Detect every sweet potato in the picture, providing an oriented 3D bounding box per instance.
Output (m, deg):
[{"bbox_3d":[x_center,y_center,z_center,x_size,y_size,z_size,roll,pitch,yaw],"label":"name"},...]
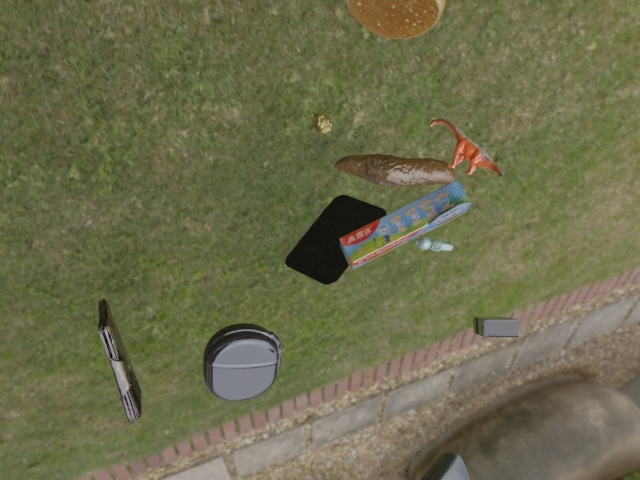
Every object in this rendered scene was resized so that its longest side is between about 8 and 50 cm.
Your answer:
[{"bbox_3d":[0.204,-0.188,1.670,0.342,0.114,0.092,6,99,4],"label":"sweet potato"}]

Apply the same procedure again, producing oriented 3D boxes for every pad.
[{"bbox_3d":[-0.013,-0.016,1.547,0.250,0.323,0.055,-51,123,-21],"label":"pad"}]

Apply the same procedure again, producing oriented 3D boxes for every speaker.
[{"bbox_3d":[0.415,0.206,1.452,0.082,0.044,0.218,-1,174,10],"label":"speaker"}]

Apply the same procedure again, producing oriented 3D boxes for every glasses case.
[{"bbox_3d":[0.347,0.789,1.857,0.074,0.131,0.323,-13,-166,46],"label":"glasses case"}]

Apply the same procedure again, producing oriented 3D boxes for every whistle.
[{"bbox_3d":[0.295,0.012,1.580,0.100,0.035,0.035,9,135,-9],"label":"whistle"}]

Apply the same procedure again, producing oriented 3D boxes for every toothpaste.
[{"bbox_3d":[0.121,-0.025,0.879,0.193,0.044,0.070,-27,165,-5],"label":"toothpaste"}]

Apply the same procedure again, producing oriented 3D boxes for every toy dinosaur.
[{"bbox_3d":[0.361,-0.224,1.544,0.101,0.279,0.055,-55,145,7],"label":"toy dinosaur"}]

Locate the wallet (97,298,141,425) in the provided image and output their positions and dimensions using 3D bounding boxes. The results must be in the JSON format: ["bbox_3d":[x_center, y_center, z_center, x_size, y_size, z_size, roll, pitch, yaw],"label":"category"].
[{"bbox_3d":[-0.389,0.236,1.186,0.031,0.122,0.232,-15,116,-14],"label":"wallet"}]

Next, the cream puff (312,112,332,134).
[{"bbox_3d":[0.003,-0.375,1.953,0.058,0.083,0.083,-51,140,12],"label":"cream puff"}]

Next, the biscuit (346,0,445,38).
[{"bbox_3d":[0.142,-0.495,1.158,0.202,0.044,0.288,17,157,11],"label":"biscuit"}]

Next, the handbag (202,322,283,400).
[{"bbox_3d":[-0.250,0.397,1.960,0.254,0.093,0.308,-1,126,-14],"label":"handbag"}]
